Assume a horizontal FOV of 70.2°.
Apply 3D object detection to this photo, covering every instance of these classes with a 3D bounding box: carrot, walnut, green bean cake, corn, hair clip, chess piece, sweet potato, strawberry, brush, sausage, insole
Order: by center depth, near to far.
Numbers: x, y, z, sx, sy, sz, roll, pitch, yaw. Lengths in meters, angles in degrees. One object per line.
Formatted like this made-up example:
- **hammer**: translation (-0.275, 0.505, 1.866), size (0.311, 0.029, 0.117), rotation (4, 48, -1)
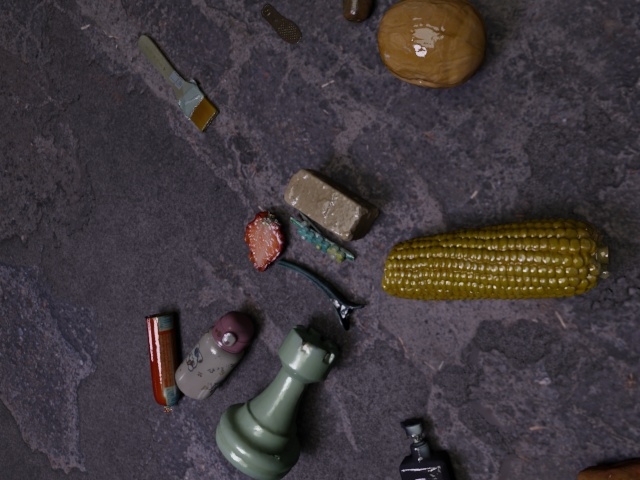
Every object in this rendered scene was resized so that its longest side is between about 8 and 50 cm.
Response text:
- **sweet potato**: translation (0.560, 0.409, 0.741), size (0.252, 0.097, 0.097), rotation (-13, 87, 20)
- **corn**: translation (0.294, 0.039, 0.815), size (0.387, 0.144, 0.143), rotation (-4, 91, 24)
- **walnut**: translation (0.202, -0.361, 0.826), size (0.197, 0.165, 0.165), rotation (17, 99, 27)
- **carrot**: translation (0.106, -0.618, 0.917), size (0.070, 0.070, 0.342), rotation (18, 98, 24)
- **green bean cake**: translation (0.023, -0.076, 0.954), size (0.179, 0.109, 0.085), rotation (35, 106, 20)
- **chess piece**: translation (-0.081, 0.339, 0.993), size (0.195, 0.194, 0.299), rotation (31, 96, 21)
- **hair clip**: translation (0.000, 0.001, 1.010), size (0.173, 0.049, 0.049), rotation (38, 107, 18)
- **hair clip**: translation (-0.005, 0.102, 1.021), size (0.229, 0.039, 0.070), rotation (39, 107, 24)
- **insole**: translation (-0.091, -0.498, 1.046), size (0.045, 0.002, 0.135), rotation (-47, 73, 19)
- **strawberry**: translation (-0.128, -0.001, 1.065), size (0.104, 0.048, 0.152), rotation (25, 116, 15)
- **brush**: translation (-0.380, -0.418, 1.176), size (0.085, 0.020, 0.336), rotation (-47, 74, 20)
- **sausage**: translation (-0.412, 0.322, 1.194), size (0.083, 0.083, 0.263), rotation (-4, 92, 25)

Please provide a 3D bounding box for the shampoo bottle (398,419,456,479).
- **shampoo bottle**: translation (0.228, 0.516, 0.905), size (0.098, 0.071, 0.309), rotation (-19, 84, 26)

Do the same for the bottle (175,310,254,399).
- **bottle**: translation (-0.248, 0.270, 1.097), size (0.110, 0.110, 0.233), rotation (45, 110, 17)
